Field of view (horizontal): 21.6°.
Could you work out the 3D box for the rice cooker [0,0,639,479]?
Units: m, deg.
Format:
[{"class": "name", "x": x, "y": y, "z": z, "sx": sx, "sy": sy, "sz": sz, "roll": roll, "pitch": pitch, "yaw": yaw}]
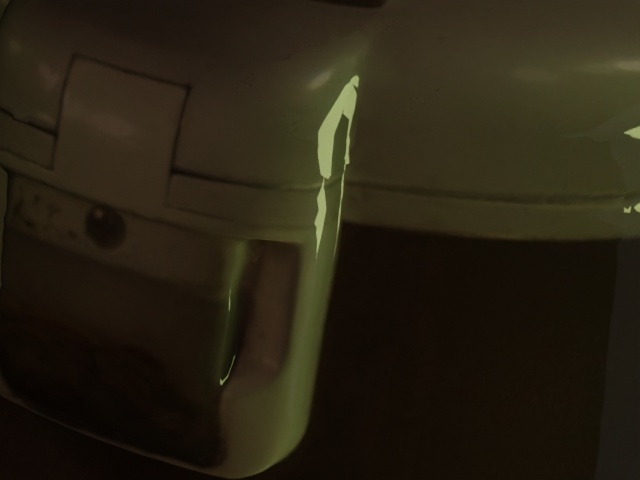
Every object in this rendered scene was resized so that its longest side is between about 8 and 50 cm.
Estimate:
[{"class": "rice cooker", "x": 0.000, "y": 0.000, "z": 0.601, "sx": 0.335, "sy": 0.335, "sz": 0.325, "roll": -67, "pitch": 168, "yaw": -67}]
